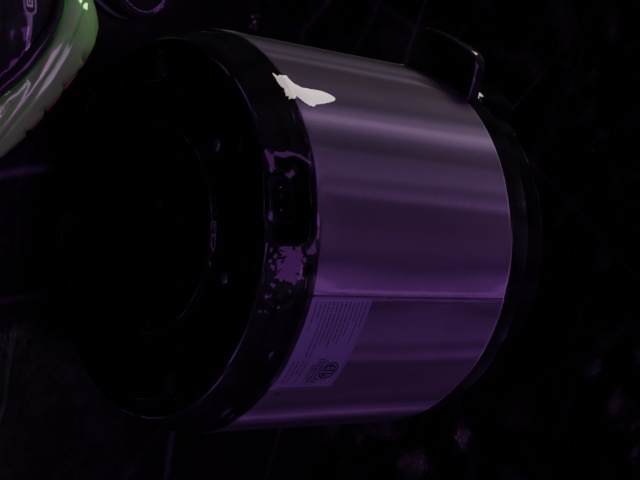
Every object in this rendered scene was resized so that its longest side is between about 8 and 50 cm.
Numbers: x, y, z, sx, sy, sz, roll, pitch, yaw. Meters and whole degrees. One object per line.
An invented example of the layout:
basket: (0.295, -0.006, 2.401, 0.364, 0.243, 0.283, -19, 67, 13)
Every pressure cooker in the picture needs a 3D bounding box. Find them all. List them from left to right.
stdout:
pressure cooker: (0.003, 0.004, 1.216, 0.420, 0.370, 0.376, 3, 69, -40)

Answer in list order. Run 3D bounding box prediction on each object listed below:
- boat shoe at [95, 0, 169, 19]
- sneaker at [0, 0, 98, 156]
boat shoe: (-0.183, -0.318, 1.141, 0.114, 0.091, 0.302, -40, 142, -21)
sneaker: (-0.395, -0.077, 1.053, 0.202, 0.185, 0.483, 43, 67, -21)
